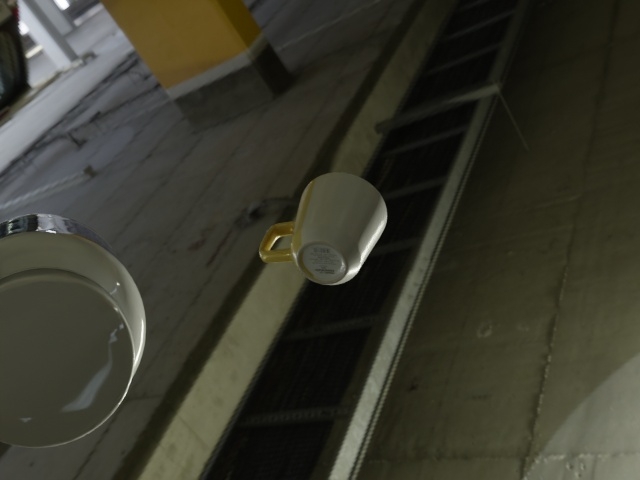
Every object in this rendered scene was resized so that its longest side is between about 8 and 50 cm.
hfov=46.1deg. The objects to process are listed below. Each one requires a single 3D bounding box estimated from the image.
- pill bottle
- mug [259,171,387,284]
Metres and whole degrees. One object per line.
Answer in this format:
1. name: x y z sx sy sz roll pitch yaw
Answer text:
1. pill bottle: -0.161 0.046 0.439 0.112 0.112 0.186 -41 -162 -12
2. mug: 0.004 0.001 0.507 0.078 0.062 0.064 -42 -165 35
